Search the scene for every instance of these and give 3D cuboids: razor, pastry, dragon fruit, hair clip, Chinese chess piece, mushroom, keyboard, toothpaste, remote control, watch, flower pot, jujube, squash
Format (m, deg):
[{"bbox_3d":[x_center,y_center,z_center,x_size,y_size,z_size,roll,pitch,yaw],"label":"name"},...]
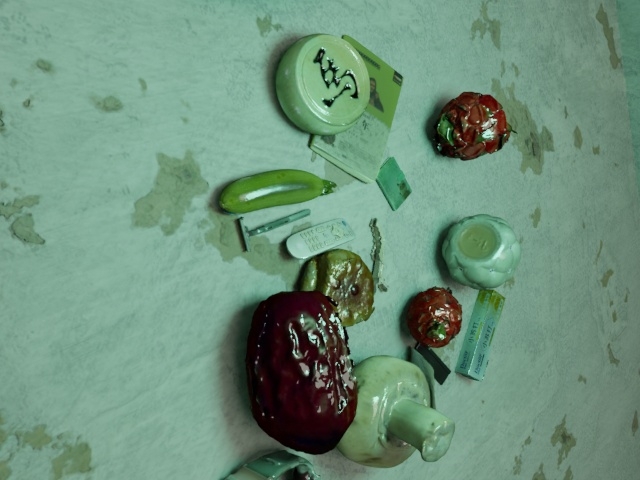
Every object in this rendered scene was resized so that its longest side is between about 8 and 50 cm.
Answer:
[{"bbox_3d":[-0.103,-0.043,1.290,0.211,0.036,0.084,-22,106,-36],"label":"razor"},{"bbox_3d":[0.051,0.136,1.375,0.229,0.100,0.218,44,65,-29],"label":"pastry"},{"bbox_3d":[0.491,-0.349,1.653,0.293,0.234,0.233,9,85,-34],"label":"dragon fruit"},{"bbox_3d":[0.345,0.234,1.572,0.209,0.172,0.172,-48,120,-50],"label":"dragon fruit"},{"bbox_3d":[0.171,0.048,1.515,0.072,0.034,0.226,4,86,-43],"label":"hair clip"},{"bbox_3d":[0.010,-0.391,1.316,0.250,0.101,0.250,1,87,-32],"label":"Chinese chess piece"},{"bbox_3d":[0.199,0.463,1.352,0.314,0.336,0.314,-5,99,-33],"label":"mushroom"},{"bbox_3d":[0.360,0.393,1.685,0.060,0.018,0.195,-52,120,-18],"label":"keyboard"},{"bbox_3d":[0.555,0.325,1.810,0.089,0.071,0.312,32,71,-31],"label":"toothpaste"},{"bbox_3d":[0.000,0.000,1.368,0.229,0.044,0.073,-21,70,-42],"label":"remote control"},{"bbox_3d":[-0.115,0.630,1.234,0.241,0.162,0.253,23,78,-50],"label":"watch"},{"bbox_3d":[0.509,0.035,1.657,0.195,0.246,0.246,40,64,-59],"label":"flower pot"},{"bbox_3d":[-0.046,0.303,1.219,0.258,0.258,0.376,-6,87,-39],"label":"jujube"},{"bbox_3d":[-0.093,-0.128,1.266,0.341,0.094,0.094,-13,99,-36],"label":"squash"}]

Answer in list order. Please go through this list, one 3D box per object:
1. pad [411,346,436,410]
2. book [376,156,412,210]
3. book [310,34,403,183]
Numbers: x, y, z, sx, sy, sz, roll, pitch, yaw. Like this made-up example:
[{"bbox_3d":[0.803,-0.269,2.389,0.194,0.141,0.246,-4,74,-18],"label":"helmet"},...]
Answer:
[{"bbox_3d":[0.299,0.411,1.520,0.004,0.232,0.156,-4,94,-5],"label":"pad"},{"bbox_3d":[0.219,-0.172,1.561,0.103,0.017,0.135,-48,118,-28],"label":"book"},{"bbox_3d":[0.107,-0.362,1.457,0.239,0.035,0.352,24,75,-33],"label":"book"}]
